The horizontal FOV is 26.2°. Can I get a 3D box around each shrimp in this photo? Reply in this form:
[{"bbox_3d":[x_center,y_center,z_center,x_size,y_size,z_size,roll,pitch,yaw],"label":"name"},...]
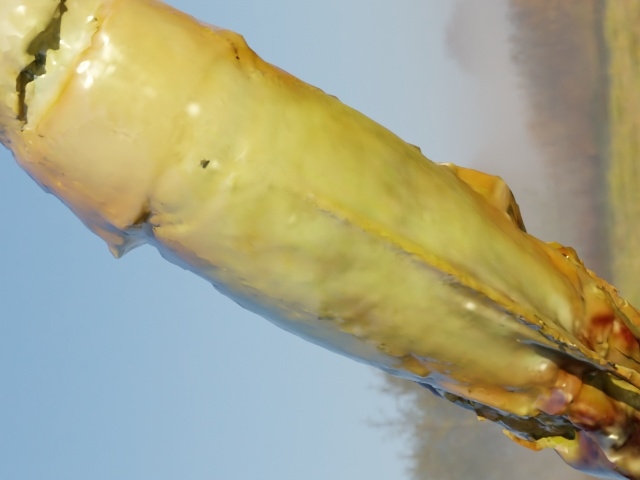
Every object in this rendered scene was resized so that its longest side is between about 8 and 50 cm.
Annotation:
[{"bbox_3d":[0.001,0.000,0.375,0.145,0.267,0.061,145,150,-81],"label":"shrimp"}]
